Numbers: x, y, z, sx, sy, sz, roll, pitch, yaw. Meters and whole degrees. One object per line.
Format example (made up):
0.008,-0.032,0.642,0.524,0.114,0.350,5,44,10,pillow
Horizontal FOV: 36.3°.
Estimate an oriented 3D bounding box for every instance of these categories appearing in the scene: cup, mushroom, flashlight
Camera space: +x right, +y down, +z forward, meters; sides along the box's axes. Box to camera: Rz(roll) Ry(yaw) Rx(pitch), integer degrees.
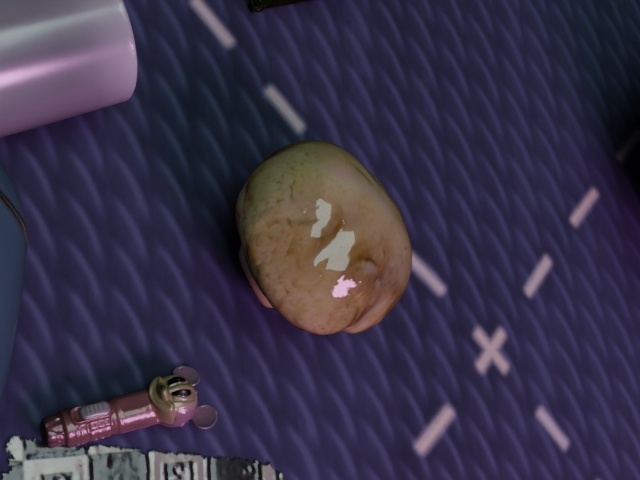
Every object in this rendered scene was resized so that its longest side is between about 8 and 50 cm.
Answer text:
-0.202,-0.122,0.612,0.133,0.136,0.099,-23,124,-29,cup
0.000,0.000,0.666,0.112,0.148,0.148,-28,93,10,mushroom
-0.122,0.108,0.621,0.110,0.031,0.052,-11,51,-28,flashlight

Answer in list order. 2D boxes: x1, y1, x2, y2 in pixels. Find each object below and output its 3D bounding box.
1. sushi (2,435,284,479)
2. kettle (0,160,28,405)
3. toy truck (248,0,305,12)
-0.106,0.234,0.597,0.192,0.040,0.210,11,73,-25,sushi
-0.273,0.051,0.412,0.342,0.247,0.319,-65,153,-27,kettle
0.051,-0.272,0.772,0.259,0.088,0.121,-19,86,-28,toy truck
